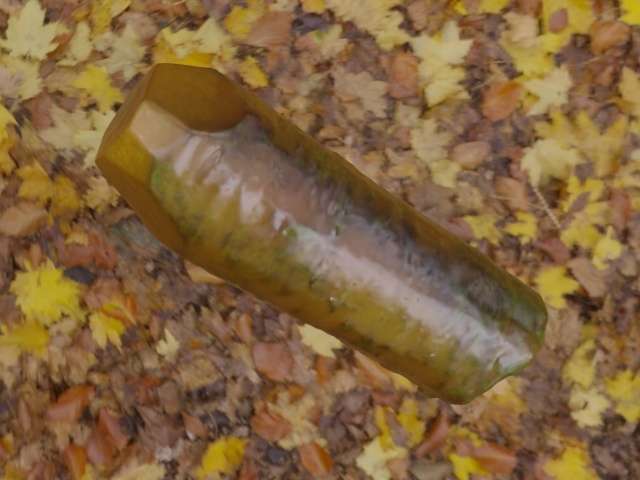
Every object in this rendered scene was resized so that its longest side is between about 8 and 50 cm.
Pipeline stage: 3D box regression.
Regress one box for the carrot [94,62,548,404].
[{"bbox_3d":[0.000,0.000,0.673,0.301,0.114,0.114,33,87,-15],"label":"carrot"}]
